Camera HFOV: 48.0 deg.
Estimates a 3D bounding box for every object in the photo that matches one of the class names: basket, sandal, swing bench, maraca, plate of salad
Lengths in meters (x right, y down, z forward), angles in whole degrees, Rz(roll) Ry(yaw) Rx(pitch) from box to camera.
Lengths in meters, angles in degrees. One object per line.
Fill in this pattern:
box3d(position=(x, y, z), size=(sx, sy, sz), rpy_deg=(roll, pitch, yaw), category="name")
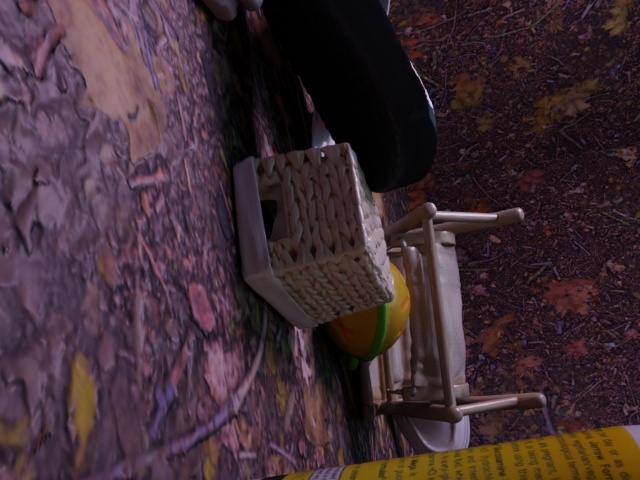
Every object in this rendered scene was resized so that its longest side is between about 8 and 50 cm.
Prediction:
box3d(position=(0.000, 0.000, 0.640), size=(0.167, 0.103, 0.113), rpy_deg=(54, 25, -65), category="basket")
box3d(position=(0.010, -0.259, 0.706), size=(0.445, 0.107, 0.167), rpy_deg=(66, -22, 7), category="sandal")
box3d(position=(0.134, 0.102, 0.947), size=(0.255, 0.165, 0.253), rpy_deg=(-21, -108, 56), category="swing bench")
box3d(position=(0.047, 0.084, 0.845), size=(0.185, 0.099, 0.127), rpy_deg=(116, -26, -61), category="maraca")
box3d(position=(0.012, -0.103, 0.987), size=(0.200, 0.048, 0.199), rpy_deg=(-5, 90, -72), category="plate of salad")

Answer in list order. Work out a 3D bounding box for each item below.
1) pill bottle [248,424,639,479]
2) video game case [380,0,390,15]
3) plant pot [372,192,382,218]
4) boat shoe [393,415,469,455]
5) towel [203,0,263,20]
box3d(position=(0.112, 0.201, 0.374), size=(0.188, 0.334, 0.187), rpy_deg=(-12, 90, -80), category="pill bottle")
box3d(position=(0.051, -0.240, 0.887), size=(0.285, 0.025, 0.204), rpy_deg=(-90, -174, -65), category="video game case")
box3d(position=(0.093, -0.159, 1.537), size=(0.236, 0.032, 0.236), rpy_deg=(-12, 90, -80), category="plant pot")
box3d(position=(0.164, 0.214, 1.220), size=(0.156, 0.136, 0.367), rpy_deg=(17, 59, -79), category="boat shoe")
box3d(position=(-0.126, -0.375, 0.520), size=(0.317, 0.053, 0.331), rpy_deg=(41, 38, -73), category="towel")
